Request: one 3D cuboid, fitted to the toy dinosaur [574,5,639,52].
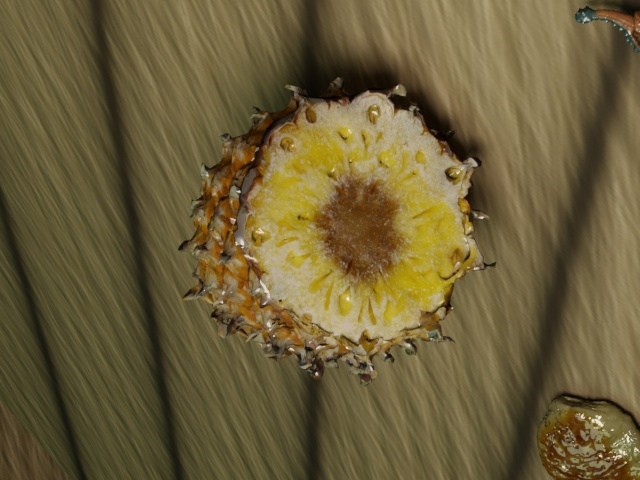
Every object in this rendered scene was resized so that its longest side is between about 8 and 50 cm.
[{"bbox_3d":[0.311,-0.194,1.013,0.154,0.049,0.055,22,143,21],"label":"toy dinosaur"}]

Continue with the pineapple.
[{"bbox_3d":[0.003,0.000,1.273,0.352,0.352,0.300,47,159,-4],"label":"pineapple"}]

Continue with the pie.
[{"bbox_3d":[0.368,0.285,1.439,0.193,0.079,0.163,48,141,-3],"label":"pie"}]
